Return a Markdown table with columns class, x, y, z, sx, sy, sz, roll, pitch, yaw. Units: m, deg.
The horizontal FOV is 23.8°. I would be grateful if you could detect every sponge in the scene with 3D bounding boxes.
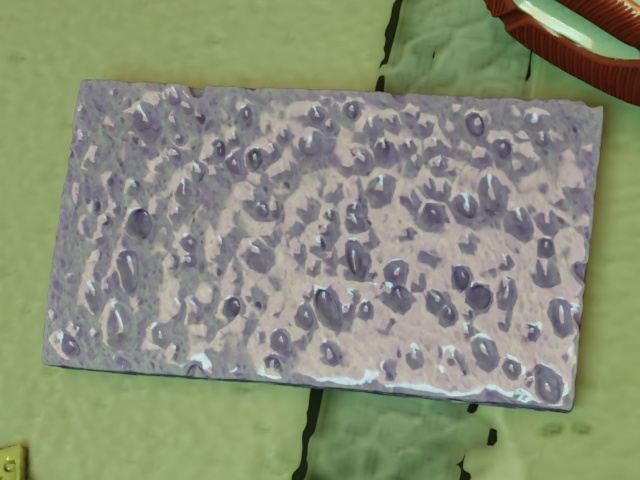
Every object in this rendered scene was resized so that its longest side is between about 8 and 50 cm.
| class | x | y | z | sx | sy | sz | roll | pitch | yaw |
| --- | --- | --- | --- | --- | --- | --- | --- | --- | --- |
| sponge | 0.000 | 0.000 | 0.591 | 0.210 | 0.031 | 0.117 | 4 | 80 | 12 |

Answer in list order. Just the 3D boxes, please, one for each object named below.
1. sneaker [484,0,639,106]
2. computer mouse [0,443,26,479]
| class | x | y | z | sx | sy | sz | roll | pitch | yaw |
| --- | --- | --- | --- | --- | --- | --- | --- | --- | --- |
| sneaker | 0.177 | -0.085 | 0.546 | 0.221 | 0.087 | 0.128 | 36 | 73 | 0 |
| computer mouse | -0.200 | 0.058 | 0.578 | 0.184 | 0.060 | 0.262 | 6 | 51 | -22 |
